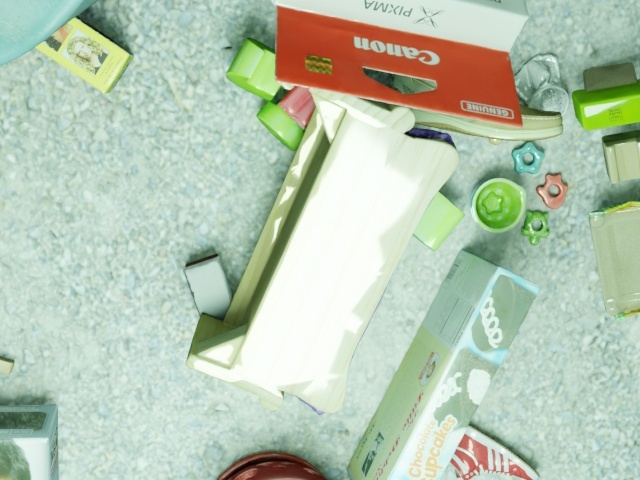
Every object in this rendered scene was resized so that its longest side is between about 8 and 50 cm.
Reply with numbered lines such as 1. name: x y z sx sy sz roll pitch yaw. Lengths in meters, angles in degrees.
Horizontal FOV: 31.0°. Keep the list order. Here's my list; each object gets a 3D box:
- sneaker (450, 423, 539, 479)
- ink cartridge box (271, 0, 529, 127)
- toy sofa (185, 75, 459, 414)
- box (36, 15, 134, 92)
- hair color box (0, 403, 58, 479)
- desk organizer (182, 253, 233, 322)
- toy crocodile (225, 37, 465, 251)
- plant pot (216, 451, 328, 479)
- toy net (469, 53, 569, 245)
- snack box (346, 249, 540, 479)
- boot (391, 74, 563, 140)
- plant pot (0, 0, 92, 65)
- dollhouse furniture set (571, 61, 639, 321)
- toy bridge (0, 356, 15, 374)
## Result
1. sneaker: 0.215 0.289 1.467 0.118 0.042 0.067 33 88 -1
2. ink cartridge box: 0.085 -0.244 1.221 0.275 0.239 0.060 9 138 -13
3. toy sofa: 0.000 0.000 1.278 0.177 0.150 0.362 22 104 -7
4. box: -0.328 -0.257 1.329 0.232 0.087 0.058 33 94 -10
5. hair color box: -0.403 0.386 1.354 0.185 0.113 0.374 0 102 -7
6. desk organizer: -0.124 0.084 1.403 0.047 0.050 0.130 -19 98 -3
7. toy crocodile: 0.032 -0.116 1.373 0.340 0.105 0.115 44 90 -9
8. plant pot: -0.050 0.351 1.377 0.191 0.174 0.191 -1 96 -6
9. toy net: 0.267 -0.114 1.430 0.122 0.045 0.232 18 93 -8
10. snack box: 0.138 0.173 1.373 0.060 0.187 0.322 27 93 -8
11. boot: 0.191 -0.208 1.363 0.213 0.077 0.165 12 104 15
12. plant pot: -0.310 -0.319 1.159 0.248 0.247 0.252 39 117 -9
13. dollhouse furniture set: 0.432 -0.074 1.444 0.197 0.151 0.301 -9 115 15
14. toy bridge: -0.428 0.226 1.396 0.063 0.026 0.188 18 94 -7
